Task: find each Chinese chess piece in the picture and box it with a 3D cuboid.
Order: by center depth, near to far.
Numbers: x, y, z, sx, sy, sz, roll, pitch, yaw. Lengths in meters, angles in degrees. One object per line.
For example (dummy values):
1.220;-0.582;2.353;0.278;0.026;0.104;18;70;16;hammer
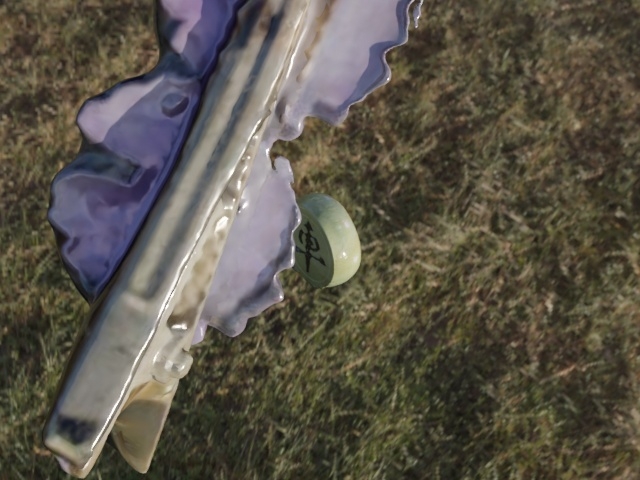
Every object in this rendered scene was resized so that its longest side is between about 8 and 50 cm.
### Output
0.000;0.000;0.808;0.034;0.084;0.084;-23;64;-29;Chinese chess piece

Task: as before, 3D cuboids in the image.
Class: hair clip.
-0.042;-0.040;0.360;0.106;0.292;0.084;26;10;6;hair clip
